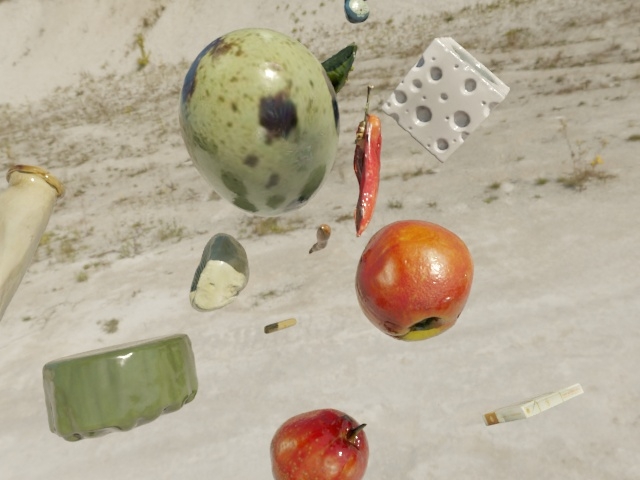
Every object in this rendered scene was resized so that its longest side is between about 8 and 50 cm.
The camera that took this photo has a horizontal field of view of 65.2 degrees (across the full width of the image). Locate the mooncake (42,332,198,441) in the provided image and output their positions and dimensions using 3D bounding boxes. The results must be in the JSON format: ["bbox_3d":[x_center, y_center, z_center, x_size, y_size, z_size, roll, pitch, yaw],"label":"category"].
[{"bbox_3d":[-0.482,0.353,1.234,0.357,0.194,0.356,-10,-5,-1],"label":"mooncake"}]

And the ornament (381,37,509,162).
[{"bbox_3d":[0.362,-0.406,1.431,0.239,0.239,0.240,-50,-4,31],"label":"ornament"}]

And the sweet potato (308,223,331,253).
[{"bbox_3d":[0.000,0.000,1.658,0.050,0.050,0.214,-19,-19,-19],"label":"sweet potato"}]

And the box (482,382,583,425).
[{"bbox_3d":[0.490,0.378,1.153,0.220,0.032,0.122,-5,-22,-33],"label":"box"}]

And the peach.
[{"bbox_3d":[0.272,0.107,1.474,0.290,0.372,0.373,25,-3,-34],"label":"peach"}]

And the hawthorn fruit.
[{"bbox_3d":[0.018,0.643,1.533,0.369,0.285,0.285,-43,3,32],"label":"hawthorn fruit"}]

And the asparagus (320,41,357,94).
[{"bbox_3d":[-0.048,-0.373,1.326,0.382,0.128,0.108,-27,9,17],"label":"asparagus"}]

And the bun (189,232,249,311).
[{"bbox_3d":[-0.258,0.092,1.317,0.133,0.231,0.231,21,11,-20],"label":"bun"}]

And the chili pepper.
[{"bbox_3d":[0.080,-0.133,0.837,0.051,0.267,0.059,8,-15,-24],"label":"chili pepper"}]

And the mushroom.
[{"bbox_3d":[-0.655,0.010,1.004,0.154,0.137,0.407,8,50,-6],"label":"mushroom"}]

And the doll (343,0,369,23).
[{"bbox_3d":[0.085,-0.546,1.159,0.076,0.083,0.050,-8,0,-22],"label":"doll"}]

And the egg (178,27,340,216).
[{"bbox_3d":[-0.126,-0.243,1.109,0.345,0.428,0.345,-7,36,5],"label":"egg"}]

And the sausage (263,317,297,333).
[{"bbox_3d":[-0.106,0.228,1.342,0.024,0.024,0.132,1,2,31],"label":"sausage"}]
